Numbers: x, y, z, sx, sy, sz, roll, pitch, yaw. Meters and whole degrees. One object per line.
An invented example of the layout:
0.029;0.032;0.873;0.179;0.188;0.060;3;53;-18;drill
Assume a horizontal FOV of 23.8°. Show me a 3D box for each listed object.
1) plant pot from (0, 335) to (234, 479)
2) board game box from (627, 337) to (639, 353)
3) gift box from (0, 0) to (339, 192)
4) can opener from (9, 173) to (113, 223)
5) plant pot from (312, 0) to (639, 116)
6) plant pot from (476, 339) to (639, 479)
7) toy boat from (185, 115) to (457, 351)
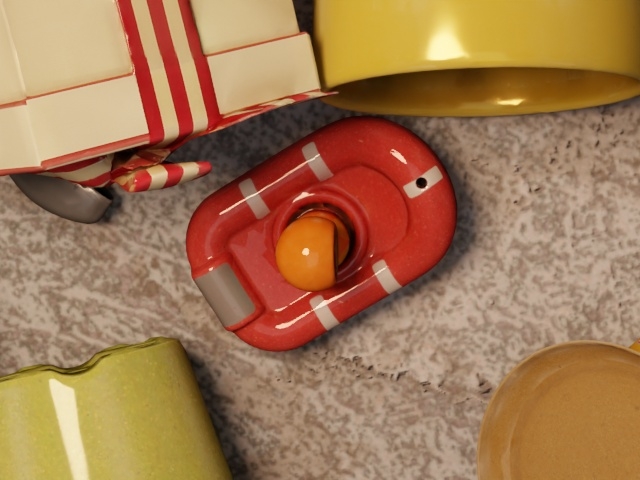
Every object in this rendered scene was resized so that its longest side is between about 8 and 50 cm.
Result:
-0.174;0.219;1.251;0.276;0.276;0.253;-13;89;6;plant pot
0.366;0.082;1.284;0.259;0.039;0.124;-43;97;14;board game box
-0.145;-0.167;1.097;0.276;0.255;0.258;-16;99;-26;gift box
-0.290;-0.114;1.262;0.283;0.076;0.095;32;102;-2;can opener
0.120;-0.225;1.137;0.254;0.254;0.239;0;87;4;plant pot
0.237;0.198;1.265;0.236;0.032;0.236;5;98;38;plant pot
0.000;0.000;1.229;0.231;0.151;0.151;-31;99;10;toy boat
